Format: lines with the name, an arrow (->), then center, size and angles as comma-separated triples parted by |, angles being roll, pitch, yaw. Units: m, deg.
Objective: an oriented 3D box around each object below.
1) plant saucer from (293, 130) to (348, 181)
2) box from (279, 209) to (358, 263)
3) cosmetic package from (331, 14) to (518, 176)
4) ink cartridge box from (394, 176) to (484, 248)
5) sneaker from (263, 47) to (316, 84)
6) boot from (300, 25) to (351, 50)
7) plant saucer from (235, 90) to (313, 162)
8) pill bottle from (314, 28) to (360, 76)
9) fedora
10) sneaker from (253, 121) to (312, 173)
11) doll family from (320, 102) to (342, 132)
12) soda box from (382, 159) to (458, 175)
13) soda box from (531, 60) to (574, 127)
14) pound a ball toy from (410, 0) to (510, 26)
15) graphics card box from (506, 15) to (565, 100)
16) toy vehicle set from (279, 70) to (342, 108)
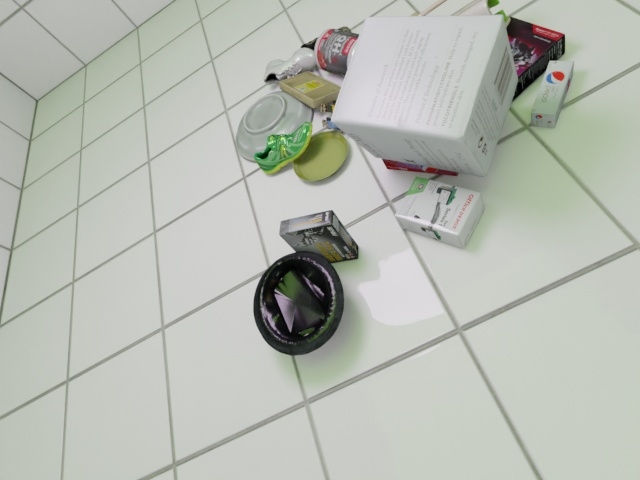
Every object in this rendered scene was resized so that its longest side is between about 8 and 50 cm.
plant saucer -> 0.004, -0.327, 1.688 | 0.240, 0.037, 0.241 | -13, 57, 21
box -> 0.000, 0.000, 1.384 | 0.182, 0.231, 0.056 | -11, 55, 22
cosmetic package -> 0.313, -0.415, 1.250 | 0.393, 0.329, 0.328 | 19, 91, 33
ink cartridge box -> 0.371, -0.091, 1.325 | 0.219, 0.092, 0.160 | 21, 75, 35
sneaker -> -0.138, -0.790, 1.974 | 0.297, 0.111, 0.129 | -10, 47, 33
boot -> 0.023, -0.914, 1.985 | 0.178, 0.085, 0.236 | -34, 24, -20
plant saucer -> -0.230, -0.536, 1.892 | 0.400, 0.100, 0.401 | -13, 58, 22
pill bottle -> 0.136, -0.768, 1.778 | 0.318, 0.176, 0.176 | 34, 82, 37
fedora -> -0.050, 0.205, 1.344 | 0.333, 0.152, 0.334 | -11, 62, 21
sneaker -> -0.151, -0.377, 1.706 | 0.295, 0.123, 0.110 | -33, 39, 27
doll family -> 0.067, -0.497, 1.723 | 0.111, 0.076, 0.193 | 3, 65, -16
soda box -> 0.345, -0.290, 1.456 | 0.263, 0.083, 0.092 | 13, 72, 33
soda box -> 0.739, -0.467, 1.357 | 0.073, 0.069, 0.216 | 16, 72, 33
pound a ball toy -> 0.471, -0.770, 1.525 | 0.319, 0.208, 0.136 | -7, 41, 55
graphics card box -> 0.618, -0.594, 1.479 | 0.371, 0.094, 0.233 | -43, 52, 2
toy vehicle set -> -0.041, -0.662, 1.858 | 0.166, 0.035, 0.267 | -29, 49, -23
